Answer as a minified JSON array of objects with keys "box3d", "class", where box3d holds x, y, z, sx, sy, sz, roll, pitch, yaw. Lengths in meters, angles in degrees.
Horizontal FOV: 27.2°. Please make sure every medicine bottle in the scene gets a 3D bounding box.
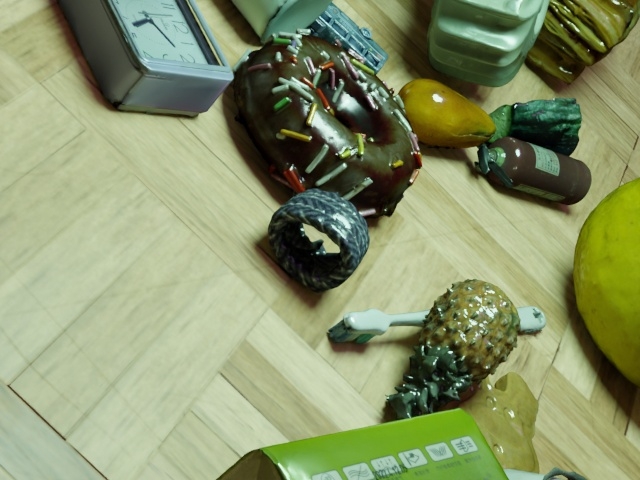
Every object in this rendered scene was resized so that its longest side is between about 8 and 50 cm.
[{"box3d":[-0.071,-0.356,1.698,0.168,0.135,0.135,51,33,10],"class":"medicine bottle"}]

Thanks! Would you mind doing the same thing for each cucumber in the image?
[{"box3d":[0.323,-0.162,1.976,0.193,0.115,0.086,5,74,-41],"class":"cucumber"}]

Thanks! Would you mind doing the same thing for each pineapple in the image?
[{"box3d":[0.136,0.129,1.438,0.108,0.108,0.198,47,56,-1],"class":"pineapple"}]

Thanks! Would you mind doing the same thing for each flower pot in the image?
[{"box3d":[0.266,-0.420,1.916,0.164,0.254,0.367,16,79,5],"class":"flower pot"}]

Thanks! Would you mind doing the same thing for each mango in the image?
[{"box3d":[0.164,-0.168,1.816,0.159,0.084,0.105,23,19,-43],"class":"mango"}]

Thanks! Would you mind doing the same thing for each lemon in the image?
[{"box3d":[0.472,0.062,1.763,0.285,0.285,0.316,35,60,-17],"class":"lemon"}]

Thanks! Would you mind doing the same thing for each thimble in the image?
[{"box3d":[-0.001,-0.002,1.438,0.104,0.095,0.066,58,34,-10],"class":"thimble"}]

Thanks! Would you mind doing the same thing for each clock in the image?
[{"box3d":[-0.197,-0.235,1.481,0.145,0.073,0.193,-1,56,-49],"class":"clock"}]

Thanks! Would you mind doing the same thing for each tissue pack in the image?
[{"box3d":[0.042,0.275,1.129,0.275,0.167,0.200,-3,56,-48],"class":"tissue pack"}]

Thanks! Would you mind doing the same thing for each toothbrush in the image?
[{"box3d":[0.158,0.095,1.565,0.418,0.040,0.042,0,58,-49],"class":"toothbrush"}]

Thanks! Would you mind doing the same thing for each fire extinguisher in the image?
[{"box3d":[0.299,-0.096,1.894,0.231,0.071,0.099,12,37,-42],"class":"fire extinguisher"}]

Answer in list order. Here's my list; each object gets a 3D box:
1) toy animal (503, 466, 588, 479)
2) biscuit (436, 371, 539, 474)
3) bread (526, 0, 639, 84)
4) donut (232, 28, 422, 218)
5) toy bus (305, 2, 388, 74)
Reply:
[{"box3d":[0.252,0.356,1.298,0.325,0.154,0.208,55,40,3],"class":"toy animal"},{"box3d":[0.189,0.213,1.487,0.144,0.040,0.236,31,34,-14],"class":"biscuit"},{"box3d":[0.387,-0.425,2.244,0.314,0.191,0.370,39,28,-4],"class":"bread"},{"box3d":[0.013,-0.142,1.597,0.270,0.103,0.269,30,35,-24],"class":"donut"},{"box3d":[0.017,-0.284,1.801,0.166,0.047,0.065,41,37,-11],"class":"toy bus"}]
